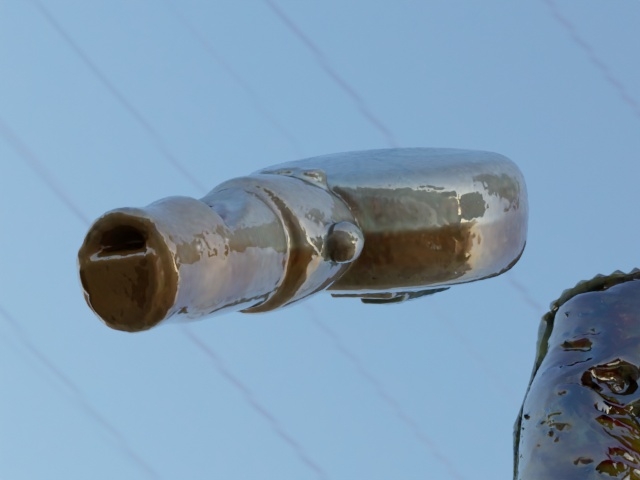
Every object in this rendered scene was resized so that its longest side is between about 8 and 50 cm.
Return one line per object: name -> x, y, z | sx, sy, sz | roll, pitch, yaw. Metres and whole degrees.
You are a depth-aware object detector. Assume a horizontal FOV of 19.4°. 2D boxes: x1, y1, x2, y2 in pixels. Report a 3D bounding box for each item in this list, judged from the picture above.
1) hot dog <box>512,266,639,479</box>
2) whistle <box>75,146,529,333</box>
hot dog -> 0.185, 0.103, 1.011 | 0.163, 0.270, 0.081 | 6, -49, 11
whistle -> 0.000, 0.000, 0.641 | 0.107, 0.220, 0.057 | 0, -84, 32
